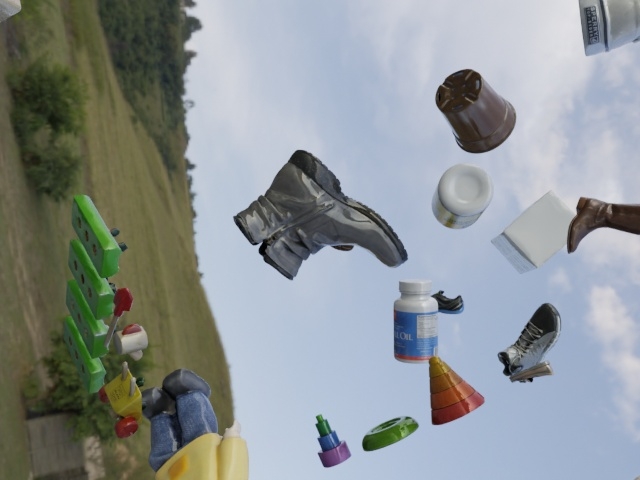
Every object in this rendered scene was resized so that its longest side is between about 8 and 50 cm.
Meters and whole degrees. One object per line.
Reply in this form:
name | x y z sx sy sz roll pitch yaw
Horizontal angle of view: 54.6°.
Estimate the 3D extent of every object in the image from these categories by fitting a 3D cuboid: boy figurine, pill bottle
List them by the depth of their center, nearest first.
boy figurine | -0.171 0.308 0.788 0.092 0.177 0.285 58 2 -41
pill bottle | 0.275 -0.079 1.226 0.184 0.103 0.103 68 9 -78
pill bottle | 0.262 0.220 1.714 0.124 0.124 0.221 -176 -96 -65

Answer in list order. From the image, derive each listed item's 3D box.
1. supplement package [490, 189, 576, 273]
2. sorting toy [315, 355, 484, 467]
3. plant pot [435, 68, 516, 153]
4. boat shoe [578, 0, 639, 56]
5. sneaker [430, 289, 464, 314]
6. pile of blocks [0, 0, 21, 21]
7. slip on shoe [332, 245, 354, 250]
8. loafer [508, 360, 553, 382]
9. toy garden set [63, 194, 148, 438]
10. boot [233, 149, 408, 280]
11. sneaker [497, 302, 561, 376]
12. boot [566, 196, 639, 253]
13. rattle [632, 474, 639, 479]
supplement package | 0.654 -0.021 1.884 0.149 0.194 0.203 49 -2 9
sorting toy | 0.145 0.345 1.282 0.126 0.366 0.127 66 11 7
plant pot | 0.377 -0.329 1.539 0.167 0.165 0.166 -19 -125 30
boat shoe | 0.514 -0.389 1.022 0.157 0.367 0.135 -6 -73 26
sneaker | 0.380 0.201 2.054 0.067 0.188 0.078 -12 103 -74
pile of blocks | -0.249 -0.187 0.343 0.149 0.113 0.361 17 -88 21
slip on shoe | 0.014 -0.020 1.371 0.041 0.136 0.051 -68 178 -60
loafer | 0.536 0.344 1.579 0.125 0.045 0.039 -41 -117 42
toy garden set | -0.255 0.099 0.763 0.204 0.049 0.244 48 -47 35
boot | 0.000 0.000 1.268 0.338 0.222 0.118 41 -11 -11
sneaker | 0.532 0.270 1.606 0.086 0.132 0.228 46 -46 49
boot | 0.459 -0.018 0.984 0.114 0.037 0.106 14 -102 33
rattle | 0.509 0.357 0.787 0.200 0.130 0.142 44 -73 37
